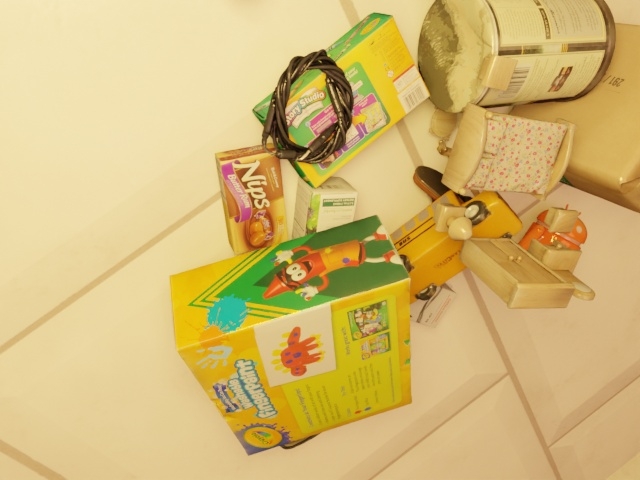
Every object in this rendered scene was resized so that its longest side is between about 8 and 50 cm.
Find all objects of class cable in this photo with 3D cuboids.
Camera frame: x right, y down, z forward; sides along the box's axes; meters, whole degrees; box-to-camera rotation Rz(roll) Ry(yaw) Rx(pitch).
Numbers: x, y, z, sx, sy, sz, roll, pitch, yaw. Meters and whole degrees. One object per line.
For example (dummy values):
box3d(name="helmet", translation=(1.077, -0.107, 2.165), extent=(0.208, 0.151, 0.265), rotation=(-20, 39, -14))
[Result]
box3d(name="cable", translation=(-0.011, -0.212, 0.848), extent=(0.150, 0.047, 0.185), rotation=(8, 111, -27))

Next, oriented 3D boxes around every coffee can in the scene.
box3d(name="coffee can", translation=(0.344, -0.342, 0.939), extent=(0.275, 0.201, 0.202), rotation=(-11, 120, -23))

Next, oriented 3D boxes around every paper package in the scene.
box3d(name="paper package", translation=(0.574, -0.248, 1.026), extent=(0.168, 0.325, 0.310), rotation=(31, 99, -36))

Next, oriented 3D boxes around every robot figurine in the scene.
box3d(name="robot figurine", translation=(0.556, 0.016, 1.278), extent=(0.158, 0.128, 0.220), rotation=(29, 103, -1))

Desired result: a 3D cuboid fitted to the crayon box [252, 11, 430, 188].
box3d(name="crayon box", translation=(0.040, -0.246, 0.931), extent=(0.278, 0.081, 0.165), rotation=(-39, 125, -1))

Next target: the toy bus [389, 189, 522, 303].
box3d(name="toy bus", translation=(0.228, 0.014, 1.063), extent=(0.332, 0.130, 0.108), rotation=(-39, 124, 22))

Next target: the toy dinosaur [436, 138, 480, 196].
box3d(name="toy dinosaur", translation=(0.314, -0.152, 1.120), extent=(0.092, 0.053, 0.183), rotation=(-38, 101, -3))

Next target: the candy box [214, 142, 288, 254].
box3d(name="candy box", translation=(-0.124, -0.076, 0.964), extent=(0.109, 0.053, 0.187), rotation=(-14, 122, -18))

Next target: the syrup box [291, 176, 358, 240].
box3d(name="syrup box", translation=(0.000, 0.000, 1.033), extent=(0.093, 0.096, 0.237), rotation=(-3, 116, -21))

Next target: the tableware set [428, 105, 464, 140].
box3d(name="tableware set", translation=(0.282, -0.285, 1.055), extent=(0.141, 0.020, 0.169), rotation=(-6, 111, -28))

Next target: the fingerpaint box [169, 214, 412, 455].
box3d(name="fingerpaint box", translation=(-0.028, 0.198, 0.988), extent=(0.370, 0.163, 0.445), rotation=(-17, 138, -4))

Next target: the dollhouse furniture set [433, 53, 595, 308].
box3d(name="dollhouse furniture set", translation=(0.375, -0.083, 0.847), extent=(0.303, 0.174, 0.356), rotation=(2, 117, -20))

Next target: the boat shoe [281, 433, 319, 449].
box3d(name="boat shoe", translation=(0.026, 0.399, 1.256), extent=(0.302, 0.091, 0.114), rotation=(-29, 124, -8))

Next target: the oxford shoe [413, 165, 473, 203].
box3d(name="oxford shoe", translation=(0.267, -0.082, 1.134), extent=(0.212, 0.076, 0.076), rotation=(34, 136, -24))

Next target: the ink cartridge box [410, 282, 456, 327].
box3d(name="ink cartridge box", translation=(0.246, 0.139, 1.240), extent=(0.180, 0.060, 0.104), rotation=(20, 105, -31))
